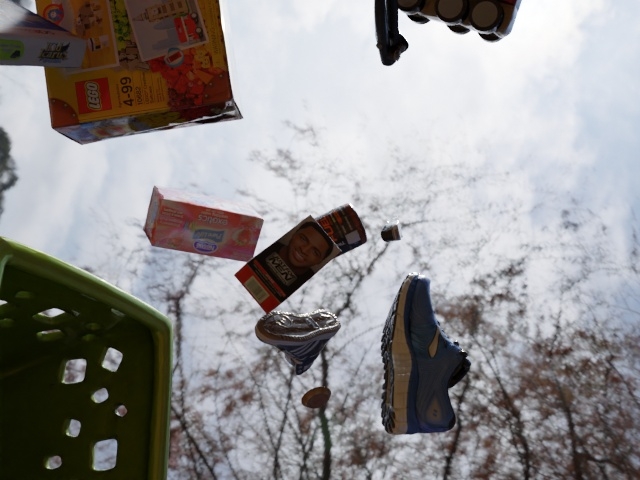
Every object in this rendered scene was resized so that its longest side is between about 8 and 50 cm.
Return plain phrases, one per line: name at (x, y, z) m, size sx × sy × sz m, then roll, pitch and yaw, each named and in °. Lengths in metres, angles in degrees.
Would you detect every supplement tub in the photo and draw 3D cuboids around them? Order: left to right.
supplement tub at (0.000, 0.000, 1.583) m, size 0.198 × 0.106 × 0.106 m, roll -26°, pitch -143°, yaw -4°

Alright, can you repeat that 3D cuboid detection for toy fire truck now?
toy fire truck at (0.255, -0.494, 1.204) m, size 0.217 × 0.158 × 0.246 m, roll 21°, pitch -79°, yaw 19°

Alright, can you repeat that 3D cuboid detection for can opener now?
can opener at (0.114, -0.371, 1.215) m, size 0.073 × 0.186 × 0.059 m, roll 34°, pitch -100°, yaw 18°

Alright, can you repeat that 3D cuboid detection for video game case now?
video game case at (-0.604, -0.389, 1.239) m, size 0.270 × 0.244 × 0.061 m, roll 30°, pitch -68°, yaw 17°

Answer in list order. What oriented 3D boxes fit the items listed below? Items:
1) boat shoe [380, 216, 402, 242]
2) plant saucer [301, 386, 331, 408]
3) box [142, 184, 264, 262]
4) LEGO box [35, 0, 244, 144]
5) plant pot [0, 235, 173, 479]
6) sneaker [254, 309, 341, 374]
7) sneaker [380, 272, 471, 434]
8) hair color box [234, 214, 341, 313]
boat shoe at (0.154, -0.023, 1.511) m, size 0.040 × 0.142 × 0.049 m, roll -13°, pitch -86°, yaw 10°
plant saucer at (-0.009, 0.416, 1.824) m, size 0.083 × 0.083 × 0.015 m, roll -47°, pitch -139°, yaw 18°
box at (-0.333, -0.045, 1.983) m, size 0.154 × 0.300 × 0.142 m, roll 39°, pitch -65°, yaw 60°
LEGO box at (-0.390, -0.488, 1.482) m, size 0.193 × 0.373 × 0.499 m, roll 87°, pitch -6°, yaw -86°
plant pot at (-0.263, 0.150, 0.539) m, size 0.207 × 0.228 × 0.227 m, roll -11°, pitch -116°, yaw 19°
sneaker at (-0.077, 0.251, 1.676) m, size 0.099 × 0.282 × 0.153 m, roll 48°, pitch -64°, yaw 28°
sneaker at (0.192, 0.206, 1.274) m, size 0.129 × 0.147 × 0.329 m, roll 105°, pitch -7°, yaw -51°
hair color box at (-0.042, 0.030, 0.950) m, size 0.141 × 0.072 × 0.043 m, roll -41°, pitch 180°, yaw -42°
